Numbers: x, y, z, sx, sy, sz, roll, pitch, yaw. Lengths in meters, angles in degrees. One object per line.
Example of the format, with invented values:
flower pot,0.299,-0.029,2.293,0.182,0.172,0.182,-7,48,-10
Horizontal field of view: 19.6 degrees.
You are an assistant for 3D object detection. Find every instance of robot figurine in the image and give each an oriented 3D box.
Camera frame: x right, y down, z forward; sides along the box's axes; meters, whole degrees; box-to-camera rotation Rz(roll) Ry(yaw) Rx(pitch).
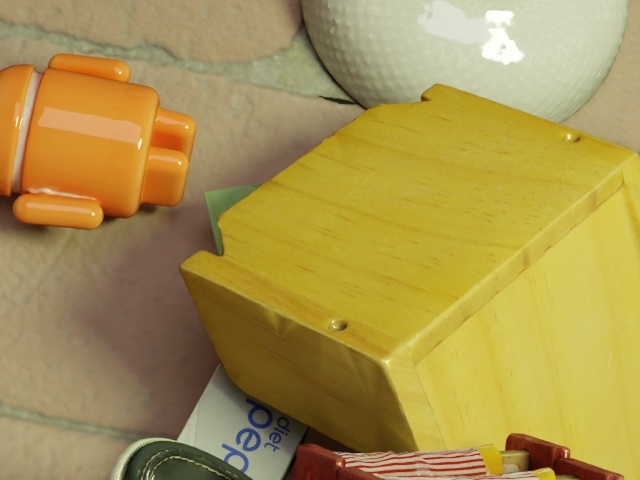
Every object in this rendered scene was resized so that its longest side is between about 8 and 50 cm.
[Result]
robot figurine,-0.228,-0.093,1.702,0.219,0.128,0.158,10,95,-5

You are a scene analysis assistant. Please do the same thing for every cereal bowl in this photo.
cereal bowl,0.155,-0.273,1.863,0.339,0.141,0.339,5,60,-8

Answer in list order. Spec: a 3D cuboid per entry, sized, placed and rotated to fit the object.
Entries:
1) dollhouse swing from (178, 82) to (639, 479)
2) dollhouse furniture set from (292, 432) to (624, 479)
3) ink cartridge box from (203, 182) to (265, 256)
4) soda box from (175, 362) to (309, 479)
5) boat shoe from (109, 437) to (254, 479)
dollhouse swing,0.112,0.099,1.628,0.315,0.305,0.347,23,46,34
dollhouse furniture set,0.093,0.335,1.372,0.201,0.152,0.374,-2,99,-23
ink cartridge box,0.000,0.000,1.728,0.209,0.062,0.109,-8,64,-14
soda box,-0.109,0.251,1.554,0.098,0.091,0.286,26,60,5
boat shoe,-0.023,0.280,1.460,0.340,0.113,0.127,53,56,-13
